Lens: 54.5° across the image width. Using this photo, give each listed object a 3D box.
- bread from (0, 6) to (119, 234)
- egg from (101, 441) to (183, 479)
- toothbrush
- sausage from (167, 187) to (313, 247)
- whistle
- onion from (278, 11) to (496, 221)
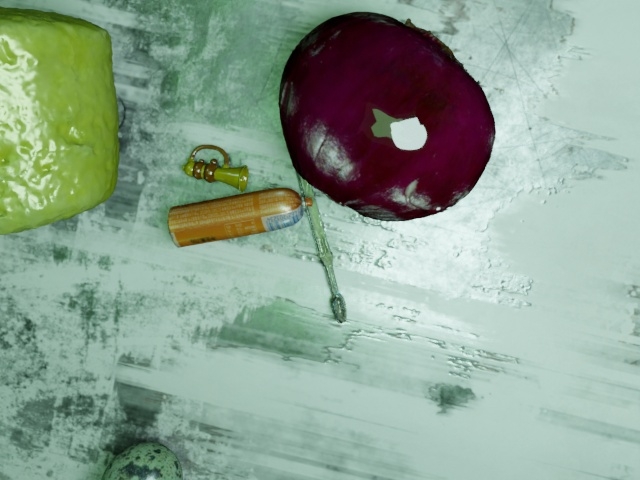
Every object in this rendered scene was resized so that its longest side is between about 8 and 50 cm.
[{"bbox_3d":[-0.456,-0.167,0.884,0.349,0.348,0.307,-6,102,5],"label":"bread"},{"bbox_3d":[-0.314,0.426,1.072,0.132,0.132,0.172,40,110,-3],"label":"egg"},{"bbox_3d":[0.000,-0.001,1.038,0.026,0.028,0.294,-15,93,5],"label":"toothbrush"},{"bbox_3d":[-0.127,-0.041,1.016,0.234,0.071,0.071,-9,98,6],"label":"sausage"},{"bbox_3d":[-0.173,-0.121,1.022,0.109,0.046,0.057,17,114,7],"label":"whistle"},{"bbox_3d":[0.083,-0.169,0.893,0.282,0.260,0.336,-43,94,14],"label":"onion"}]
